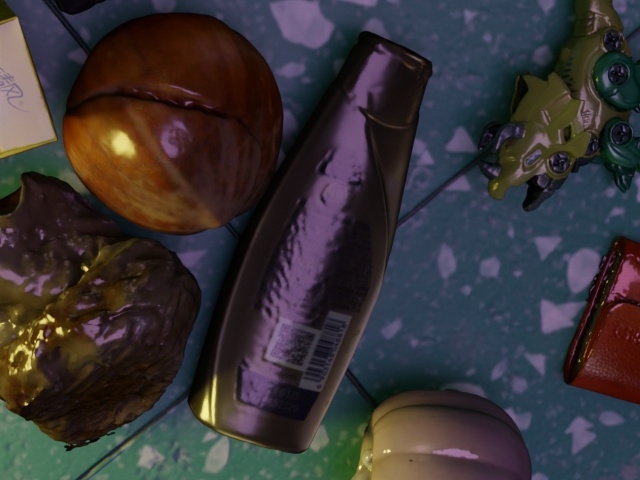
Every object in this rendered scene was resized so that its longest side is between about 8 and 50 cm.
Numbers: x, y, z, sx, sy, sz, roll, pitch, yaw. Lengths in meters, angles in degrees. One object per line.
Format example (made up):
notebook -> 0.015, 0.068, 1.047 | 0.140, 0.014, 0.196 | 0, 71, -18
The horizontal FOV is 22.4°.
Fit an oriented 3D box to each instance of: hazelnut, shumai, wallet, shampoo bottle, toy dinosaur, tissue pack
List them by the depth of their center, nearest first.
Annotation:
tissue pack -> -0.244, -0.122, 1.204 | 0.062, 0.176, 0.095 | -19, 106, -9
hazelnut -> -0.119, -0.086, 1.251 | 0.182, 0.182, 0.182 | -3, 105, -12
shumai -> -0.192, 0.039, 1.292 | 0.184, 0.218, 0.185 | -20, 69, -3
shampoo bottle -> 0.000, 0.000, 1.341 | 0.125, 0.084, 0.350 | 18, 99, -19
toy dinosaur -> 0.234, -0.140, 1.364 | 0.153, 0.094, 0.259 | 20, 90, -21
wallet -> 0.334, 0.091, 1.463 | 0.204, 0.045, 0.142 | 18, 99, -16

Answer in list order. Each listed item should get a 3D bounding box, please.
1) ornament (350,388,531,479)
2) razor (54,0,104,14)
ornament -> 0.092, 0.213, 1.373 | 0.177, 0.177, 0.177 | -3, 105, -12
razor -> -0.154, -0.244, 1.258 | 0.148, 0.054, 0.090 | -27, 108, -6
